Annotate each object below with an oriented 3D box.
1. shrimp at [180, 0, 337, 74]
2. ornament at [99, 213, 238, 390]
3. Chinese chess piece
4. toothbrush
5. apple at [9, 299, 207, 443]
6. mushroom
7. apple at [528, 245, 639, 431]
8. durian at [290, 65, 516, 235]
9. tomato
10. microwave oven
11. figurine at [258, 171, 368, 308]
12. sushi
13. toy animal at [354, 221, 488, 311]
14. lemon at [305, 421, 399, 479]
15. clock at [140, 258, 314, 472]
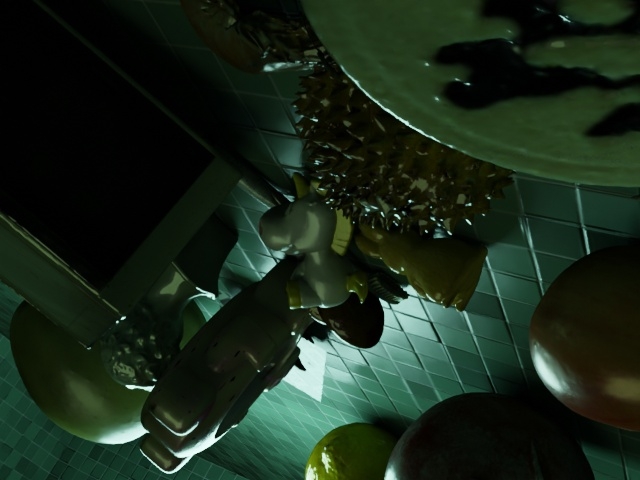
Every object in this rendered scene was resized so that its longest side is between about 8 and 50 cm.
[{"bbox_3d":[-0.055,-0.206,0.760,0.236,0.053,0.133,22,140,46],"label":"shrimp"},{"bbox_3d":[-0.225,0.084,1.258,0.130,0.285,0.120,28,174,-32],"label":"ornament"},{"bbox_3d":[0.151,-0.161,0.445,0.350,0.146,0.349,15,156,7],"label":"Chinese chess piece"},{"bbox_3d":[-0.028,-0.028,1.106,0.375,0.028,0.037,38,149,-18],"label":"toothbrush"},{"bbox_3d":[-0.390,0.195,1.582,0.357,0.357,0.357,25,155,12],"label":"apple"},{"bbox_3d":[0.038,0.099,1.174,0.087,0.127,0.127,-41,114,18],"label":"mushroom"},{"bbox_3d":[0.294,0.091,0.786,0.199,0.199,0.199,25,155,12],"label":"apple"},{"bbox_3d":[0.058,-0.085,0.783,0.183,0.137,0.250,35,163,-32],"label":"durian"},{"bbox_3d":[0.245,0.382,1.247,0.316,0.316,0.282,45,171,-30],"label":"tomato"},{"bbox_3d":[-0.329,-0.103,1.005,0.394,0.247,0.333,41,156,-9],"label":"microwave oven"},{"bbox_3d":[-0.007,-0.002,1.043,0.130,0.109,0.178,-6,110,40],"label":"figurine"},{"bbox_3d":[-0.075,0.175,1.533,0.220,0.047,0.231,29,151,14],"label":"sushi"},{"bbox_3d":[0.112,0.015,1.002,0.159,0.083,0.070,28,-175,33],"label":"toy animal"},{"bbox_3d":[0.086,0.494,1.746,0.236,0.235,0.263,22,171,19],"label":"lemon"},{"bbox_3d":[-0.132,0.191,1.268,0.114,0.309,0.284,39,146,9],"label":"clock"}]
